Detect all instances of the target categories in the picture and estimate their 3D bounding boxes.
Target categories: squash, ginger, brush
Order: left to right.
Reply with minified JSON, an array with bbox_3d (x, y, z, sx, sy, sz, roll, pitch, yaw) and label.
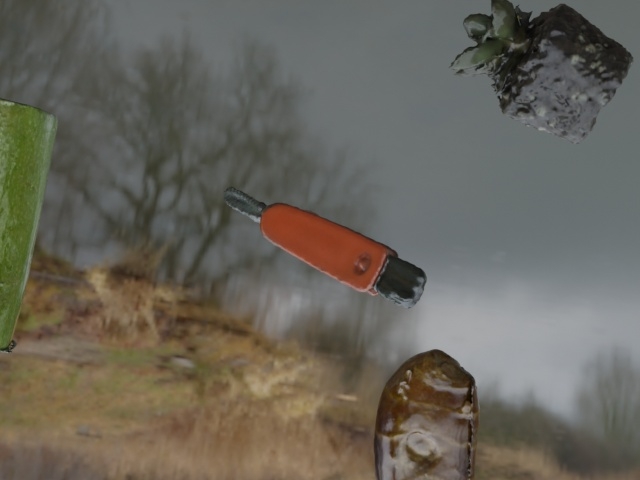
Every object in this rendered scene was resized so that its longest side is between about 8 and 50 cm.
[{"bbox_3d":[-0.573,-0.028,1.609,0.263,0.384,0.263,10,178,0],"label":"squash"},{"bbox_3d":[0.000,0.000,1.383,0.323,0.070,0.051,28,-177,24],"label":"brush"},{"bbox_3d":[0.174,0.384,1.780,0.176,0.418,0.254,-2,-174,-6],"label":"ginger"}]

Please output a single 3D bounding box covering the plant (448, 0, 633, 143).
[{"bbox_3d":[0.410,-0.337,1.947,0.312,0.215,0.213,31,-149,10],"label":"plant"}]
